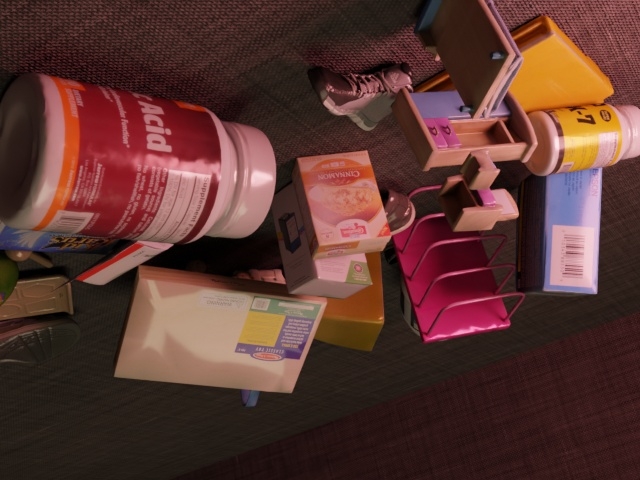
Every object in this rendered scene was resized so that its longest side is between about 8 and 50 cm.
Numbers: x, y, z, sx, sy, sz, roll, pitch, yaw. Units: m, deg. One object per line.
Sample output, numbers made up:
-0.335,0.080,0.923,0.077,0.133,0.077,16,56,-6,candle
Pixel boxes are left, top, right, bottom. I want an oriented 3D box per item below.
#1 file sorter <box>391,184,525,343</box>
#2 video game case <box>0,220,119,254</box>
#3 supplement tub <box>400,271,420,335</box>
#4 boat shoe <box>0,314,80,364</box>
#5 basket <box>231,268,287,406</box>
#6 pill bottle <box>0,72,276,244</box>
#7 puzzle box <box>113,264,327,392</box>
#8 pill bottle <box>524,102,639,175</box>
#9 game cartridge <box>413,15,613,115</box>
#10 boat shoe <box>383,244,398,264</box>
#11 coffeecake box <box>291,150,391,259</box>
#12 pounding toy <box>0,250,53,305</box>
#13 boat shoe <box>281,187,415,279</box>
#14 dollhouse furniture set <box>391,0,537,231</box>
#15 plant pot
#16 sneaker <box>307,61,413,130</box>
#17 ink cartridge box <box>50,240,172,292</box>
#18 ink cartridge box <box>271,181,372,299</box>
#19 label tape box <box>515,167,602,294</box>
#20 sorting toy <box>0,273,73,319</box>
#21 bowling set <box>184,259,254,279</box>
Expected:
0.295,0.039,2.012,0.202,0.291,0.182,-8,153,-13,file sorter
-0.459,-0.056,1.652,0.269,0.061,0.244,4,152,-36,video game case
0.296,0.135,2.348,0.191,0.191,0.272,-14,157,-1,supplement tub
-0.710,0.221,2.111,0.320,0.103,0.118,-15,138,-12,boat shoe
-0.163,0.217,2.211,0.201,0.255,0.289,-3,136,-18,basket
-0.277,-0.112,1.422,0.392,0.224,0.224,6,150,-39,pill bottle
-0.216,0.198,1.994,0.408,0.052,0.272,9,122,-20,puzzle box
0.482,-0.188,1.707,0.208,0.119,0.119,-9,156,-18,pill bottle
0.345,-0.259,1.673,0.285,0.053,0.323,-27,156,27,game cartridge
0.214,0.019,2.230,0.133,0.042,0.049,-26,152,22,boat shoe
0.037,-0.067,1.749,0.142,0.186,0.068,-7,156,-16,coffeecake box
-0.627,0.103,1.782,0.236,0.110,0.183,-30,156,-7,pounding toy
0.039,-0.017,1.976,0.335,0.112,0.095,-29,144,20,boat shoe
0.277,-0.223,1.373,0.198,0.287,0.303,-7,146,-23,dollhouse furniture set
0.037,0.130,2.194,0.187,0.212,0.212,0,155,-6,plant pot
0.077,-0.256,1.496,0.132,0.086,0.228,-29,163,20,sneaker
-0.382,0.043,1.787,0.181,0.056,0.225,-27,-169,28,ink cartridge box
0.000,0.000,1.849,0.154,0.213,0.093,8,152,-43,ink cartridge box
0.478,-0.012,1.912,0.115,0.249,0.348,3,176,4,label tape box
-0.635,0.117,1.982,0.208,0.038,0.193,-3,155,-14,sorting toy
-0.300,0.104,2.047,0.286,0.154,0.200,-17,138,10,bowling set
